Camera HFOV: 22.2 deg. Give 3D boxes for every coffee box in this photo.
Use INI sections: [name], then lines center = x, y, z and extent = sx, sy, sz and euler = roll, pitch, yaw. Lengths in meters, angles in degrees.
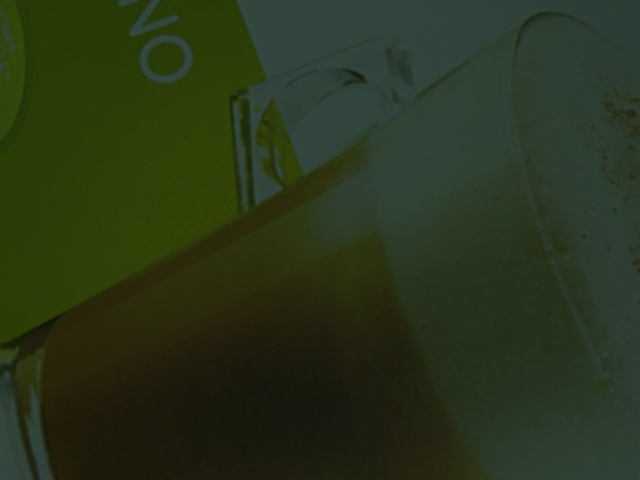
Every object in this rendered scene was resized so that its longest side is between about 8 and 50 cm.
[coffee box]
center = 0.000, 0.000, 0.627
extent = 0.338, 0.334, 0.337
euler = 80, 169, -73
